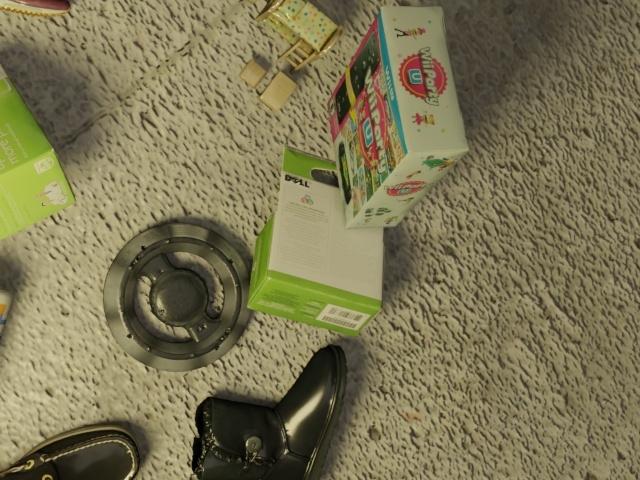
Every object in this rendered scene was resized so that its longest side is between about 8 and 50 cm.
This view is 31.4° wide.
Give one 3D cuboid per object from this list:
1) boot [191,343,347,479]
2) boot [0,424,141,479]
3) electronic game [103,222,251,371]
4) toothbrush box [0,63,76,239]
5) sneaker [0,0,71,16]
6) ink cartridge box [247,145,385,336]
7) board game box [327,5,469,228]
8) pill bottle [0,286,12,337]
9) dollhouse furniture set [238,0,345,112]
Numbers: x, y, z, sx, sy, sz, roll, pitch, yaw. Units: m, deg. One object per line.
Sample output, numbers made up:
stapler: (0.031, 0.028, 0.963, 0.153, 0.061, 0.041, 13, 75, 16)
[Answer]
boot: (-0.082, 0.266, 1.761, 0.207, 0.094, 0.246, 14, 94, -20)
boot: (-0.412, 0.389, 1.568, 0.378, 0.284, 0.138, -20, 97, -14)
electronic game: (-0.216, 0.087, 1.740, 0.229, 0.048, 0.229, -1, 93, -16)
toothbrush box: (-0.513, -0.088, 1.557, 0.283, 0.122, 0.206, -29, 56, -12)
sneaker: (-0.451, -0.375, 1.645, 0.186, 0.069, 0.083, 8, 95, -17)
ink cartridge box: (0.000, 0.000, 1.787, 0.189, 0.097, 0.255, 17, 53, -16)
board game box: (0.103, -0.171, 1.665, 0.098, 0.303, 0.223, -3, 71, -17)
pill bottle: (-0.542, 0.181, 1.594, 0.152, 0.152, 0.271, 17, 86, -16)
dollhouse furniture set: (-0.088, -0.315, 1.737, 0.182, 0.101, 0.161, 38, 81, -14)
